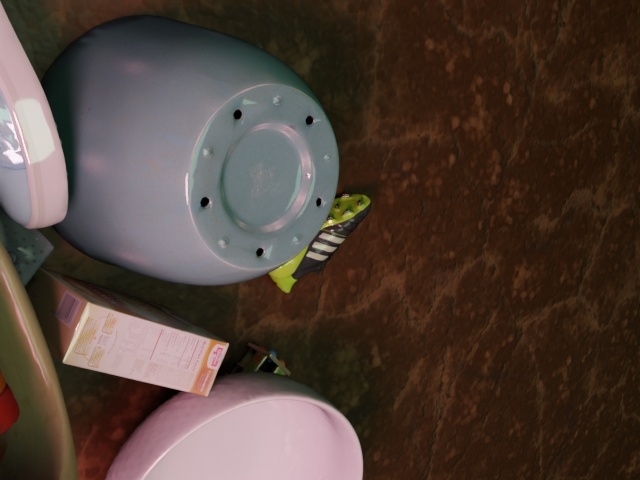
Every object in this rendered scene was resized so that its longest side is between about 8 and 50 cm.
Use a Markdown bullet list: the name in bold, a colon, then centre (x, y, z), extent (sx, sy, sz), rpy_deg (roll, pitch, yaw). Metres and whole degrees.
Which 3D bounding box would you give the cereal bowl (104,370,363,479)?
- **cereal bowl**: centre (-0.121, 0.304, 1.020), extent (0.339, 0.141, 0.339), rpy_deg (-14, 120, -25)

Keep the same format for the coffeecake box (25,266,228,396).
- **coffeecake box**: centre (-0.218, 0.100, 0.892), extent (0.185, 0.142, 0.068), rpy_deg (25, 86, -43)

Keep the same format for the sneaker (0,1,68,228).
- **sneaker**: centre (-0.351, -0.161, 0.714), extent (0.150, 0.135, 0.366), rpy_deg (-29, 110, -28)

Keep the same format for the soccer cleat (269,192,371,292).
- **soccer cleat**: centre (0.000, 0.000, 1.118), extent (0.179, 0.060, 0.072), rpy_deg (-37, 135, -19)

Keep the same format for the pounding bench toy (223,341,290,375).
- **pounding bench toy**: centre (-0.075, 0.187, 1.107), extent (0.065, 0.052, 0.083), rpy_deg (-52, 130, -17)

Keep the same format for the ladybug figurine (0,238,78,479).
- **ladybug figurine**: centre (-0.335, 0.101, 0.637), extent (0.162, 0.305, 0.449), rpy_deg (-18, 96, 2)

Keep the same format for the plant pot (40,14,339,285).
- **plant pot**: centre (-0.121, -0.083, 0.859), extent (0.293, 0.235, 0.293), rpy_deg (-14, 112, -38)

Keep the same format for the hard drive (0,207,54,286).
- **hard drive**: centre (-0.398, -0.005, 0.762), extent (0.254, 0.054, 0.172), rpy_deg (45, 72, -40)
